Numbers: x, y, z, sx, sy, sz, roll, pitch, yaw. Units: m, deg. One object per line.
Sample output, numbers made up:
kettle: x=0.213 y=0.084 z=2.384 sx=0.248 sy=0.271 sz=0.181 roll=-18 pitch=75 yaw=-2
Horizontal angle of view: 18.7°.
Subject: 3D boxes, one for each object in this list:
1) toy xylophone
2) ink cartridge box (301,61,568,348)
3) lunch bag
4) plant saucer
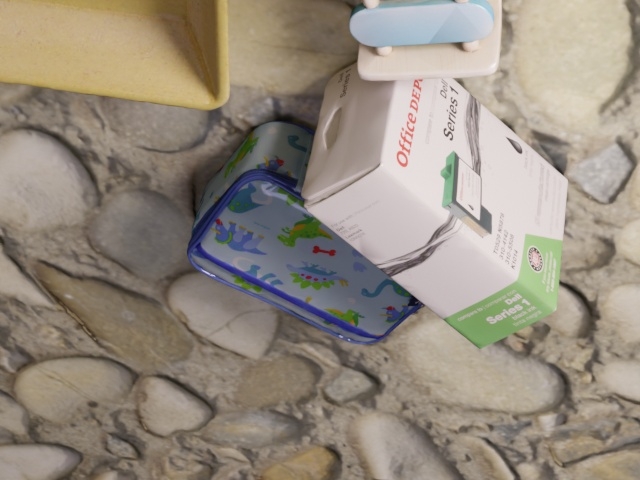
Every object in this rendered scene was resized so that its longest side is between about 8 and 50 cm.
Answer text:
toy xylophone: x=0.085 y=-0.259 z=1.439 sx=0.236 sy=0.081 sz=0.323 roll=-8 pitch=136 yaw=21
ink cartridge box: x=0.100 y=-0.040 z=1.628 sx=0.092 sy=0.160 sz=0.219 roll=-28 pitch=126 yaw=36
lunch bag: x=0.000 y=0.000 z=1.759 sx=0.219 sy=0.090 sz=0.176 roll=28 pitch=140 yaw=-16
plant saucer: x=-0.228 y=-0.262 z=1.515 sx=0.332 sy=0.081 sz=0.333 roll=9 pitch=140 yaw=5
